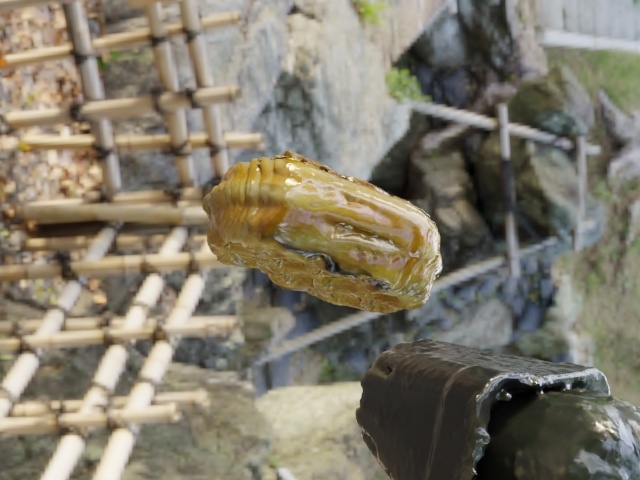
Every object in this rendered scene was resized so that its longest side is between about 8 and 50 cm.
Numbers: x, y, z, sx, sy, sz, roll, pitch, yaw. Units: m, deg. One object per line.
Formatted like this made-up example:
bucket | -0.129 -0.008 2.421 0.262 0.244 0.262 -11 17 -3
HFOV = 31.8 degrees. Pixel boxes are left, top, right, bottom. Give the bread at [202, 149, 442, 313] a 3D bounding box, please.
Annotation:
bread | 0.000 0.000 0.501 0.083 0.111 0.044 -20 -129 59

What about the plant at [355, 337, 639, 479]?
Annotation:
plant | 0.141 0.159 0.856 0.164 0.256 0.141 5 96 -38
